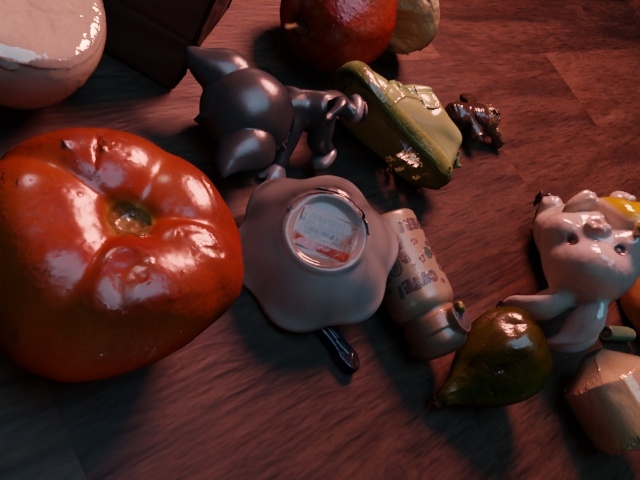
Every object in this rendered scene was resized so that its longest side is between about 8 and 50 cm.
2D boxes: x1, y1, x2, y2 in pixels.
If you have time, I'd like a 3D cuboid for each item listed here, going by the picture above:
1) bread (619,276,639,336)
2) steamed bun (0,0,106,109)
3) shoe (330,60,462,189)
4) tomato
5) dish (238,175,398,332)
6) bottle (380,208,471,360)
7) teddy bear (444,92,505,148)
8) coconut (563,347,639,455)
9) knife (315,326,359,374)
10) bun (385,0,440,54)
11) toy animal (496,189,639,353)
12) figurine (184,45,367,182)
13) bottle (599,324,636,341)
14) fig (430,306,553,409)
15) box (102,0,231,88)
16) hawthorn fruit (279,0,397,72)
[{"bbox_3d":[0.679,0.145,1.170,0.174,0.252,0.132,27,92,-21],"label":"bread"},{"bbox_3d":[-0.344,-0.245,0.685,0.177,0.131,0.228,13,55,-30],"label":"steamed bun"},{"bbox_3d":[0.127,-0.195,0.999,0.262,0.140,0.128,45,55,-9],"label":"shoe"},{"bbox_3d":[-0.206,0.013,0.580,0.260,0.180,0.259,20,49,-25],"label":"tomato"},{"bbox_3d":[0.000,0.000,0.755,0.230,0.081,0.229,4,70,-11],"label":"dish"},{"bbox_3d":[0.136,0.062,0.843,0.097,0.110,0.209,-4,63,-50],"label":"bottle"},{"bbox_3d":[0.323,-0.246,1.205,0.161,0.078,0.119,7,62,-34],"label":"teddy bear"},{"bbox_3d":[0.466,0.245,0.938,0.147,0.147,0.152,-10,66,-39],"label":"coconut"},{"bbox_3d":[0.008,0.123,0.775,0.121,0.018,0.031,47,44,2],"label":"knife"},{"bbox_3d":[0.125,-0.446,1.124,0.134,0.220,0.220,-31,81,-10],"label":"bun"},{"bbox_3d":[0.444,0.024,1.017,0.183,0.247,0.310,28,31,5],"label":"toy animal"},{"bbox_3d":[-0.050,-0.165,0.845,0.266,0.140,0.192,-4,81,-14],"label":"figurine"},{"bbox_3d":[0.563,0.177,1.130,0.083,0.030,0.030,8,57,-33],"label":"bottle"},{"bbox_3d":[0.231,0.174,0.854,0.126,0.185,0.132,-103,175,-75],"label":"fig"},{"bbox_3d":[-0.201,-0.377,0.845,0.153,0.188,0.252,29,46,-14],"label":"box"},{"bbox_3d":[0.016,-0.372,0.996,0.226,0.196,0.196,-32,82,-38],"label":"hawthorn fruit"}]
